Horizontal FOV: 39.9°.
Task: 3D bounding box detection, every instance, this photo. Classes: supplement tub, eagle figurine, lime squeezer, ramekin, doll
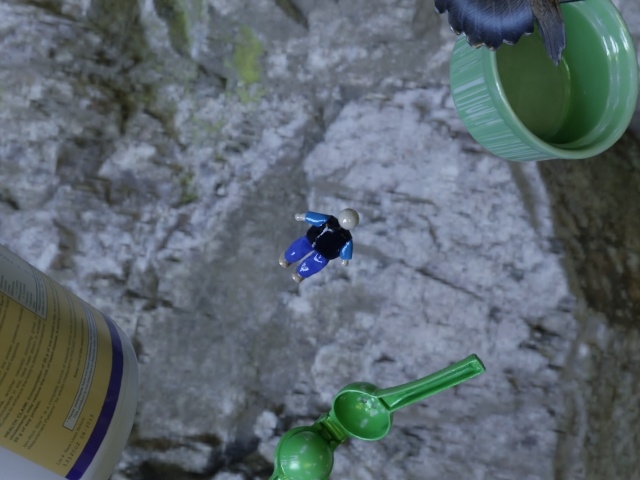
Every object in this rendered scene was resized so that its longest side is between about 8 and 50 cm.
[{"bbox_3d":[-0.340,0.097,0.725,0.241,0.241,0.331,9,153,44],"label":"supplement tub"},{"bbox_3d":[0.228,-0.363,0.973,0.226,0.298,0.225,16,-156,-10],"label":"eagle figurine"},{"bbox_3d":[0.011,0.186,0.763,0.059,0.310,0.110,49,-171,-23],"label":"lime squeezer"},{"bbox_3d":[0.360,-0.273,1.454,0.303,0.303,0.148,9,171,-25],"label":"ramekin"},{"bbox_3d":[0.000,0.000,1.570,0.189,0.129,0.046,-38,-176,39],"label":"doll"}]

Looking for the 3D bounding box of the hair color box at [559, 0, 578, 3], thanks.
[{"bbox_3d":[0.284,-0.489,1.194,0.174,0.347,0.105,-16,162,-31],"label":"hair color box"}]
